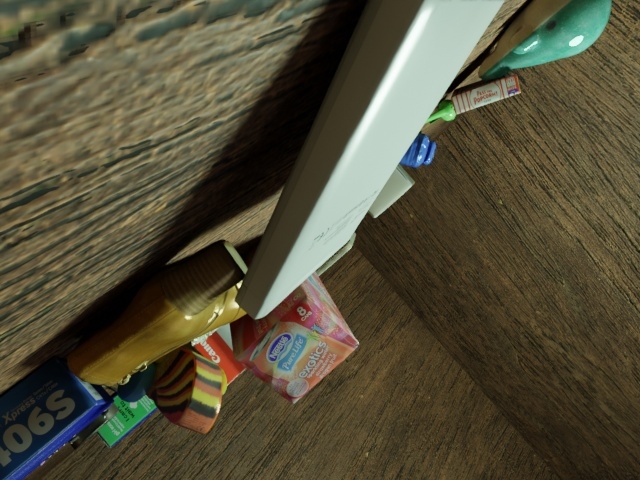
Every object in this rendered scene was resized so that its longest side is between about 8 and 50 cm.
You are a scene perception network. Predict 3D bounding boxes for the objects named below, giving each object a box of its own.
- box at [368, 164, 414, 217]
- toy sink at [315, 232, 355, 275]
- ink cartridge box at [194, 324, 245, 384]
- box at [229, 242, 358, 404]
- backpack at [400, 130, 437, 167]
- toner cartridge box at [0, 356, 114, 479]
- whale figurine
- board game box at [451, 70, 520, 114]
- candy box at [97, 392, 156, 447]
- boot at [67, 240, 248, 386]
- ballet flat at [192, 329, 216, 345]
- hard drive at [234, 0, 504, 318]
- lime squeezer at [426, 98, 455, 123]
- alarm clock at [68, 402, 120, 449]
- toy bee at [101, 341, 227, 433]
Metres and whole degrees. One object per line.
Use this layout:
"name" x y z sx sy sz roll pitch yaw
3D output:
"box" 0.192 -0.170 1.331 0.148 0.121 0.311 -42 178 17
"toy sink" 0.000 0.000 1.275 0.152 0.131 0.234 -42 -178 13
"ink cartridge box" -0.213 0.214 1.035 0.066 0.189 0.232 -43 176 34
"box" -0.069 0.120 0.803 0.154 0.142 0.300 -41 -154 3
"backpack" 0.254 -0.245 1.164 0.120 0.101 0.098 -17 119 -72
"toner cartridge box" -0.409 0.278 0.477 0.347 0.075 0.165 -40 176 -26
"whale figurine" 0.465 -0.420 0.916 0.216 0.141 0.272 -40 -179 -34
"board game box" 0.403 -0.367 1.077 0.146 0.045 0.193 -14 -162 24
"candy box" -0.558 0.493 1.422 0.317 0.122 0.268 -41 179 -22
"boot" -0.188 0.095 0.585 0.211 0.104 0.295 -35 173 -6
"ballet flat" -0.216 0.136 0.958 0.241 0.091 0.077 -44 157 -36
"hard drive" 0.042 -0.088 0.463 0.233 0.047 0.353 -39 164 -49
"lime squeezer" 0.333 -0.344 1.218 0.110 0.059 0.310 -43 178 28
"alarm clock" -0.594 0.472 1.141 0.129 0.064 0.192 -41 177 -28
"toy bee" -0.248 0.180 0.687 0.162 0.298 0.195 -69 152 -23
